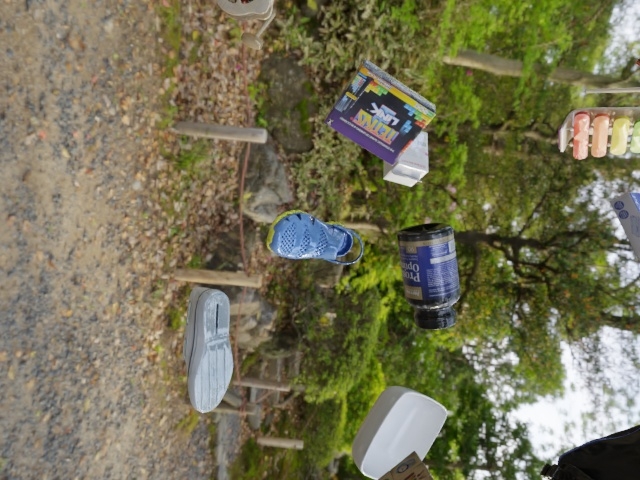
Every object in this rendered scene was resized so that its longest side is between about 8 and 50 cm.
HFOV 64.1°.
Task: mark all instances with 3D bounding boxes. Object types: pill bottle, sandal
[{"bbox_3d":[0.242,0.078,1.131,0.123,0.123,0.219,-70,151,-80],"label":"pill bottle"},{"bbox_3d":[0.000,0.000,1.332,0.317,0.138,0.126,2,109,-46],"label":"sandal"}]

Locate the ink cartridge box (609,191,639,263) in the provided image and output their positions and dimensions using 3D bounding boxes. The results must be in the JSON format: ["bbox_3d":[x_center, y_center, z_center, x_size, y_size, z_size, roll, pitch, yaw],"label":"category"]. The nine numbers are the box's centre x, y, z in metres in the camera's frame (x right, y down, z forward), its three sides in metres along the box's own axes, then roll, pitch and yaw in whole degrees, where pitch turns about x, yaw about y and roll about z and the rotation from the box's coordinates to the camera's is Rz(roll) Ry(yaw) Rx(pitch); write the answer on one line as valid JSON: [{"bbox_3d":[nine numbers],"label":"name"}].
[{"bbox_3d":[0.692,0.000,1.083,0.046,0.097,0.207,-32,-109,42],"label":"ink cartridge box"}]

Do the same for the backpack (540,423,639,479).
[{"bbox_3d":[0.553,0.453,0.821,0.276,0.213,0.263,-38,-146,26],"label":"backpack"}]

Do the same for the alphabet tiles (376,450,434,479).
[{"bbox_3d":[0.044,0.313,0.509,0.009,0.198,0.237,53,-4,1],"label":"alphabet tiles"}]

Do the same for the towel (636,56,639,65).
[{"bbox_3d":[0.688,-0.264,0.999,0.031,0.199,0.275,-36,-174,38],"label":"towel"}]

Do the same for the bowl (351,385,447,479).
[{"bbox_3d":[0.113,0.287,0.774,0.142,0.053,0.142,35,85,-41],"label":"bowl"}]

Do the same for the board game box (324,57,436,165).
[{"bbox_3d":[0.115,-0.248,1.003,0.141,0.170,0.048,-52,-164,36],"label":"board game box"}]

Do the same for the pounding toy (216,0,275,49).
[{"bbox_3d":[-0.199,-0.683,1.420,0.155,0.154,0.269,-90,-161,-79],"label":"pounding toy"}]

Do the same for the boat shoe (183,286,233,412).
[{"bbox_3d":[-0.208,0.194,0.934,0.083,0.076,0.226,3,98,-44],"label":"boat shoe"}]

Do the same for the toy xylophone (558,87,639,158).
[{"bbox_3d":[0.857,-0.335,1.475,0.236,0.323,0.081,47,55,-46],"label":"toy xylophone"}]

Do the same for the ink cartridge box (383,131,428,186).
[{"bbox_3d":[0.228,-0.219,1.376,0.090,0.092,0.143,134,-35,-60],"label":"ink cartridge box"}]
